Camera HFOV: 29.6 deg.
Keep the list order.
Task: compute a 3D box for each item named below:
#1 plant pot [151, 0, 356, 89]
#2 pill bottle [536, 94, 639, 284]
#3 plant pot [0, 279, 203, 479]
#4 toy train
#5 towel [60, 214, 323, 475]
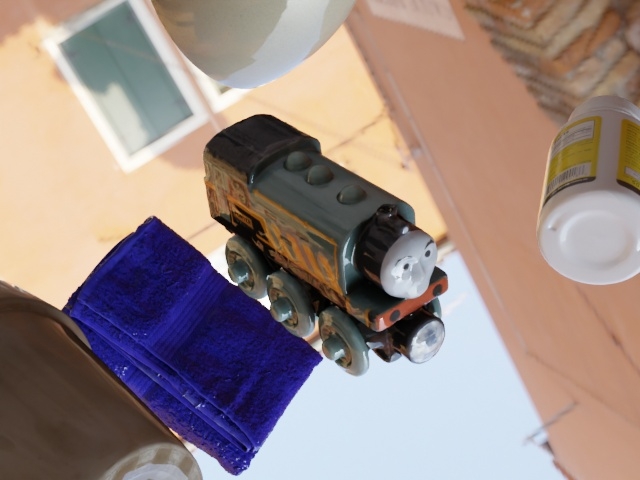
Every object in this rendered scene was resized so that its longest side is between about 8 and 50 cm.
[{"bbox_3d":[-0.050,-0.342,1.445,0.191,0.284,0.284,-14,-151,35],"label":"plant pot"},{"bbox_3d":[0.159,-0.034,0.684,0.065,0.065,0.116,-15,-149,27],"label":"pill bottle"},{"bbox_3d":[-0.274,0.228,1.136,0.280,0.323,0.323,20,-128,34],"label":"plant pot"},{"bbox_3d":[0.000,0.000,1.257,0.142,0.190,0.334,-28,-140,-26],"label":"toy train"},{"bbox_3d":[-0.158,0.124,1.531,0.076,0.308,0.227,-43,-172,50],"label":"towel"}]
